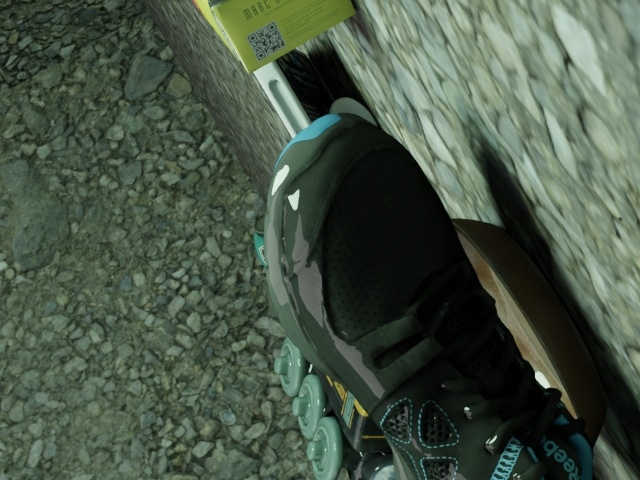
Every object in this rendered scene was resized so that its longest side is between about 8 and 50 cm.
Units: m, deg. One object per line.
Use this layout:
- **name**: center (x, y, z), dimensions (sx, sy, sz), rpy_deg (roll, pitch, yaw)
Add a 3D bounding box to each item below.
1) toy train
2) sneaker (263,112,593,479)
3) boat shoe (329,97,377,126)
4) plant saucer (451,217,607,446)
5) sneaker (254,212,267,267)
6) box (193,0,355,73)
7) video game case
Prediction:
- **toy train**: center (0.045, 0.146, 1.574), dimensions (0.334, 0.142, 0.190), rpy_deg (-117, 36, -58)
- **sneaker**: center (0.085, 0.080, 0.766), dimensions (0.139, 0.125, 0.341), rpy_deg (1, 122, 52)
- **boat shoe**: center (0.037, -0.066, 1.059), dimensions (0.100, 0.035, 0.035), rpy_deg (54, 174, -10)
- **plant saucer**: center (0.127, 0.054, 0.833), dimensions (0.168, 0.029, 0.168), rpy_deg (59, 176, 6)
- **sneaker**: center (0.000, 0.000, 1.345), dimensions (0.108, 0.121, 0.302), rpy_deg (60, 176, 2)
- **box**: center (-0.062, -0.202, 0.947), dimensions (0.232, 0.087, 0.058), rpy_deg (53, 173, 51)
- **video game case**: center (0.003, -0.084, 1.103), dimensions (0.173, 0.022, 0.190), rpy_deg (60, -169, 5)
